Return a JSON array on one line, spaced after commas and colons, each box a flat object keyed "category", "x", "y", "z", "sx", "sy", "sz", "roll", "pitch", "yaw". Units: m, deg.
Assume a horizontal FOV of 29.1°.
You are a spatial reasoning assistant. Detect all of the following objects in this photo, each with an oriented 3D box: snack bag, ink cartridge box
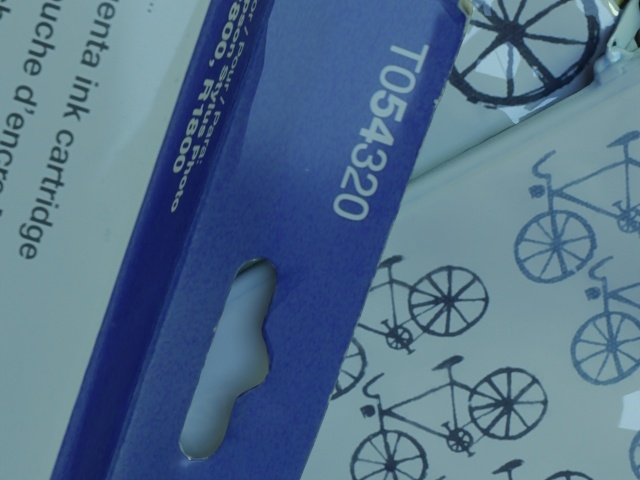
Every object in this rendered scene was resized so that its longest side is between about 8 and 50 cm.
[{"category": "snack bag", "x": 0.000, "y": 0.000, "z": 0.493, "sx": 0.323, "sy": 0.037, "sz": 0.342, "roll": -29, "pitch": 103, "yaw": 6}, {"category": "ink cartridge box", "x": -0.147, "y": 0.013, "z": 0.428, "sx": 0.330, "sy": 0.071, "sz": 0.324, "roll": 18, "pitch": 99, "yaw": -6}]

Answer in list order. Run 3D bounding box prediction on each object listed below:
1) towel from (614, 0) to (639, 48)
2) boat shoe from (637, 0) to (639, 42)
[{"category": "towel", "x": 0.259, "y": -0.039, "z": 0.614, "sx": 0.374, "sy": 0.090, "sz": 0.320, "roll": 31, "pitch": 85, "yaw": -16}, {"category": "boat shoe", "x": 0.188, "y": -0.067, "z": 0.516, "sx": 0.066, "sy": 0.066, "sz": 0.183, "roll": -31, "pitch": 111, "yaw": -18}]
